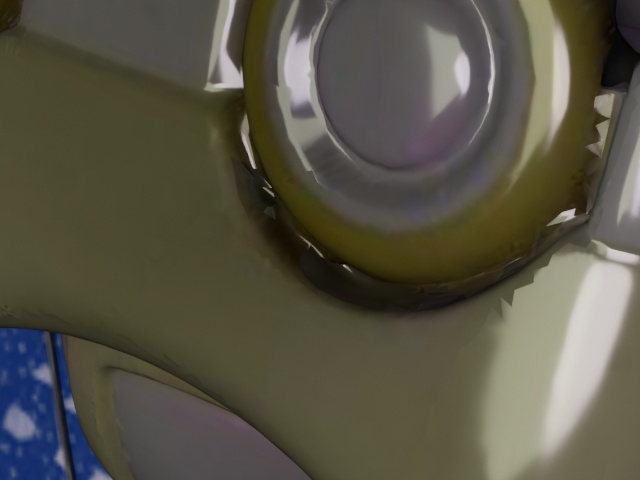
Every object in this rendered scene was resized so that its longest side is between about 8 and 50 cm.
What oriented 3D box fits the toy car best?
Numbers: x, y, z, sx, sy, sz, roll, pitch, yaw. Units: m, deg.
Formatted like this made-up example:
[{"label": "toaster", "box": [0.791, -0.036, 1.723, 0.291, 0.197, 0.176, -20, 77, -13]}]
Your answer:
[{"label": "toy car", "box": [0.000, 0.000, 0.501, 0.336, 0.242, 0.226, 20, 107, 33]}]
